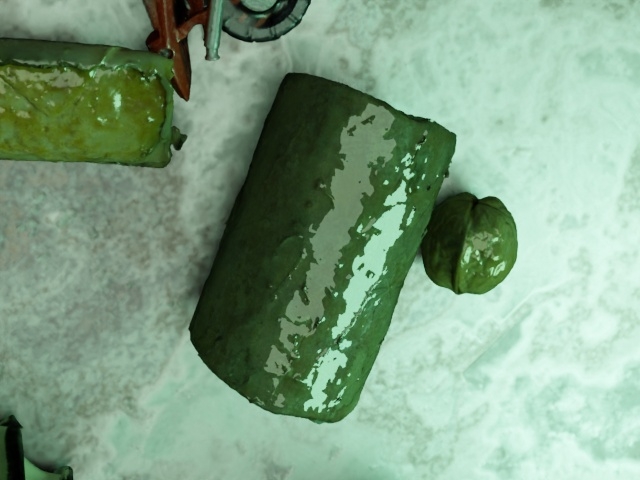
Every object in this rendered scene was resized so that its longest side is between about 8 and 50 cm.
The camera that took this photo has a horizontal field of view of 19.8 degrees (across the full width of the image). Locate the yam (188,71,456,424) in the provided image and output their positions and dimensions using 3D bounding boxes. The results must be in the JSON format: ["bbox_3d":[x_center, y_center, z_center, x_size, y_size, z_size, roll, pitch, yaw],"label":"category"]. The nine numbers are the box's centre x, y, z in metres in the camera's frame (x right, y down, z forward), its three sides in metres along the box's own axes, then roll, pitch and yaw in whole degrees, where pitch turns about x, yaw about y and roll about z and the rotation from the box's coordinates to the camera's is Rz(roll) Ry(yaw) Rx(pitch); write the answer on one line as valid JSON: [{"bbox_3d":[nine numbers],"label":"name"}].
[{"bbox_3d":[0.000,0.000,1.518,0.161,0.161,0.268,18,100,-14],"label":"yam"}]

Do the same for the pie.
[{"bbox_3d":[-0.246,-0.111,1.472,0.283,0.068,0.128,4,133,-7],"label":"pie"}]

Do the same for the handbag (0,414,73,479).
[{"bbox_3d":[-0.306,0.273,1.418,0.237,0.358,0.160,-40,108,1],"label":"handbag"}]

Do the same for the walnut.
[{"bbox_3d":[0.129,0.003,1.581,0.092,0.092,0.092,-2,103,-10],"label":"walnut"}]

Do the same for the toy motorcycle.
[{"bbox_3d":[-0.135,-0.268,1.466,0.171,0.089,0.298,-35,107,0],"label":"toy motorcycle"}]
